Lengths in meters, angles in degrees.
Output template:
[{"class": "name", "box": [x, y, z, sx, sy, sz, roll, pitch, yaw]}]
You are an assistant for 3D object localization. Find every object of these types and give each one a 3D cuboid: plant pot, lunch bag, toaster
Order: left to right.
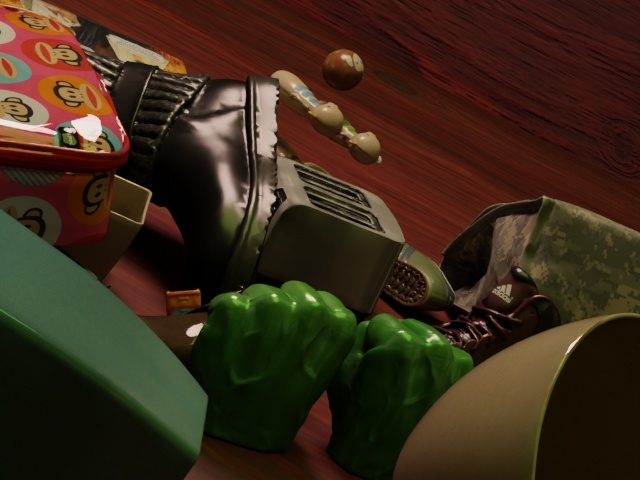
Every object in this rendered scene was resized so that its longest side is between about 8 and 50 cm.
[{"class": "lunch bag", "box": [-0.310, -0.105, 1.326, 0.258, 0.120, 0.293, 5, 28, -25]}, {"class": "plant pot", "box": [-0.203, 0.106, 1.099, 0.234, 0.165, 0.165, 32, 15, -9]}, {"class": "plant pot", "box": [-0.232, -0.012, 1.525, 0.109, 0.096, 0.109, 24, 17, -9]}, {"class": "toaster", "box": [0.000, 0.000, 1.825, 0.186, 0.110, 0.168, 22, 17, -17]}, {"class": "plant pot", "box": [0.167, 0.203, 1.251, 0.191, 0.284, 0.284, -7, -10, 41]}, {"class": "lunch bag", "box": [0.291, 0.058, 1.954, 0.235, 0.169, 0.287, 21, -11, -15]}]

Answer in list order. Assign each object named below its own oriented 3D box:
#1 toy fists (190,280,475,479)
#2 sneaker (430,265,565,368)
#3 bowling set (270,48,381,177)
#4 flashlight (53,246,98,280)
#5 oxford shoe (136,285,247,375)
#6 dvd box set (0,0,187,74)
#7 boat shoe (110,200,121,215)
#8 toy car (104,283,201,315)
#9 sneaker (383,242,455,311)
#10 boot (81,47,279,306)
[{"class": "toy fists", "box": [0.015, 0.118, 1.422, 0.279, 0.142, 0.096, 20, 17, -25]}, {"class": "sneaker", "box": [0.143, 0.089, 1.670, 0.281, 0.162, 0.106, 15, 20, -36]}, {"class": "bowling set", "box": [0.002, -0.140, 2.033, 0.154, 0.200, 0.287, 43, 11, 38]}, {"class": "flashlight", "box": [-0.321, -0.003, 1.377, 0.304, 0.103, 0.103, 37, -15, 20]}, {"class": "oxford shoe", "box": [-0.094, 0.079, 1.461, 0.227, 0.096, 0.083, 7, 27, -46]}, {"class": "dvd box set", "box": [-0.309, -0.211, 2.089, 0.308, 0.062, 0.420, 22, 17, -16]}, {"class": "boat shoe", "box": [-0.291, -0.059, 1.612, 0.219, 0.077, 0.070, 26, 17, 4]}, {"class": "toy car", "box": [-0.165, 0.069, 1.520, 0.122, 0.060, 0.040, 1, 70, -23]}, {"class": "sneaker", "box": [0.090, 0.031, 1.969, 0.086, 0.064, 0.192, 20, 16, -47]}, {"class": "boot", "box": [-0.181, -0.061, 1.674, 0.260, 0.131, 0.348, 8, 42, -6]}]
